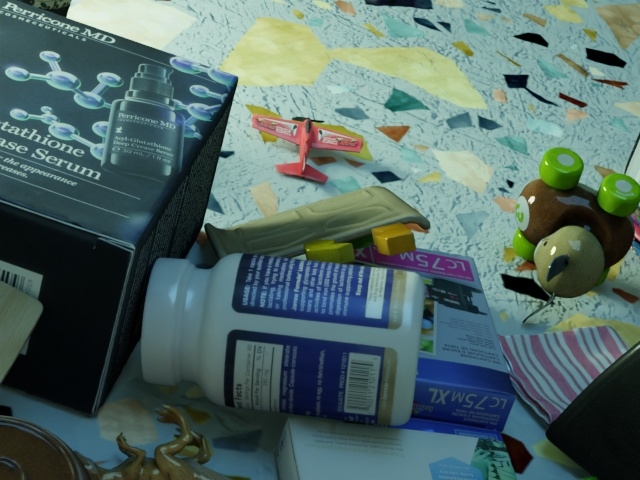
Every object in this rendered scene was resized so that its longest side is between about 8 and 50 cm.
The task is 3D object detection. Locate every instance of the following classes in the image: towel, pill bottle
[{"bbox_3d":[0.297,0.150,1.856,0.197,0.029,0.144,-4,39,-31],"label":"towel"},{"bbox_3d":[-0.036,0.092,1.608,0.264,0.153,0.153,7,32,3],"label":"pill bottle"}]

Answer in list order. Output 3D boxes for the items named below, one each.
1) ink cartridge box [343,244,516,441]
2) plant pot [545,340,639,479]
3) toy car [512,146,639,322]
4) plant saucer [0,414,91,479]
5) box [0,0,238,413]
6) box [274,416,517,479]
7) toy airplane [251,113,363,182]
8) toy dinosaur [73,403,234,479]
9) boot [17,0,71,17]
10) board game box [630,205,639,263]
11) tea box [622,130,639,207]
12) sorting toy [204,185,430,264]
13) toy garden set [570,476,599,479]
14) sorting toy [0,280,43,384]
[{"bbox_3d":[0.102,0.111,1.792,0.185,0.065,0.311,9,35,-13],"label":"ink cartridge box"},{"bbox_3d":[0.384,0.170,1.715,0.187,0.167,0.188,40,39,19],"label":"plant pot"},{"bbox_3d":[0.283,0.013,1.960,0.149,0.155,0.188,25,45,11],"label":"toy car"},{"bbox_3d":[-0.266,0.202,1.354,0.168,0.029,0.168,11,39,-9],"label":"plant saucer"},{"bbox_3d":[-0.287,-0.051,1.703,0.293,0.212,0.395,19,31,2],"label":"box"},{"bbox_3d":[0.092,0.296,1.506,0.232,0.058,0.322,8,35,-16],"label":"box"},{"bbox_3d":[-0.018,-0.119,2.108,0.151,0.028,0.151,11,33,-8],"label":"toy airplane"},{"bbox_3d":[-0.127,0.219,1.530,0.211,0.064,0.112,8,50,1],"label":"toy dinosaur"},{"bbox_3d":[-0.407,-0.249,1.972,0.236,0.179,0.085,-4,38,-32],"label":"boot"},{"bbox_3d":[0.400,0.010,2.044,0.133,0.033,0.168,53,-3,-4],"label":"board game box"},{"bbox_3d":[0.590,-0.125,2.135,0.323,0.329,0.220,20,32,4],"label":"tea box"},{"bbox_3d":[0.000,0.000,1.775,0.229,0.041,0.307,-12,12,-6],"label":"sorting toy"},{"bbox_3d":[0.260,0.319,1.517,0.204,0.049,0.244,54,19,21],"label":"toy garden set"},{"bbox_3d":[-0.419,0.112,1.456,0.255,0.089,0.257,27,47,-3],"label":"sorting toy"}]
